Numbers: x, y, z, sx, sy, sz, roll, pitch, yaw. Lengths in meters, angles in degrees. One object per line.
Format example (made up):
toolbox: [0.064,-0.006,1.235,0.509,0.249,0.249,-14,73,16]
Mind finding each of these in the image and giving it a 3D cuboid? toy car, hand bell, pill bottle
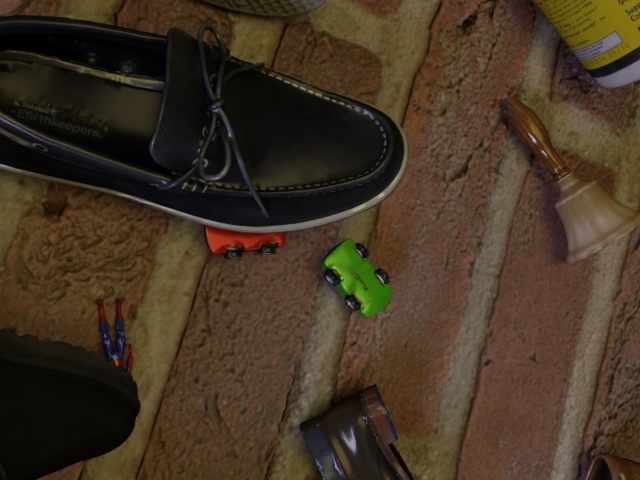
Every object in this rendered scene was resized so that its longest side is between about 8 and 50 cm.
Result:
toy car: [0.000,0.000,0.902,0.239,0.053,0.225,-41,100,-19]
hand bell: [0.333,-0.101,1.032,0.126,0.126,0.242,-30,83,-22]
pill bottle: [0.374,-0.392,1.017,0.334,0.188,0.188,47,70,-10]

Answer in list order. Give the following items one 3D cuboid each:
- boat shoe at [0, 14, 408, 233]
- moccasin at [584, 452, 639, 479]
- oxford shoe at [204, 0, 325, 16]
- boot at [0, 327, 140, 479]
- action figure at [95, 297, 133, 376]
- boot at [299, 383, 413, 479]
boat shoe: [-0.138,-0.123,0.772,0.500,0.156,0.186,9,72,-12]
moccasin: [0.360,0.468,0.946,0.147,0.139,0.380,25,76,-16]
oxford shoe: [-0.184,-0.390,0.824,0.449,0.169,0.130,18,58,-18]
boot: [-0.266,0.292,0.556,0.367,0.146,0.445,40,32,-54]
action figure: [-0.228,0.123,0.814,0.038,0.030,0.115,-5,88,-27]
boot: [0.057,0.291,0.896,0.106,0.082,0.219,-20,96,0]
